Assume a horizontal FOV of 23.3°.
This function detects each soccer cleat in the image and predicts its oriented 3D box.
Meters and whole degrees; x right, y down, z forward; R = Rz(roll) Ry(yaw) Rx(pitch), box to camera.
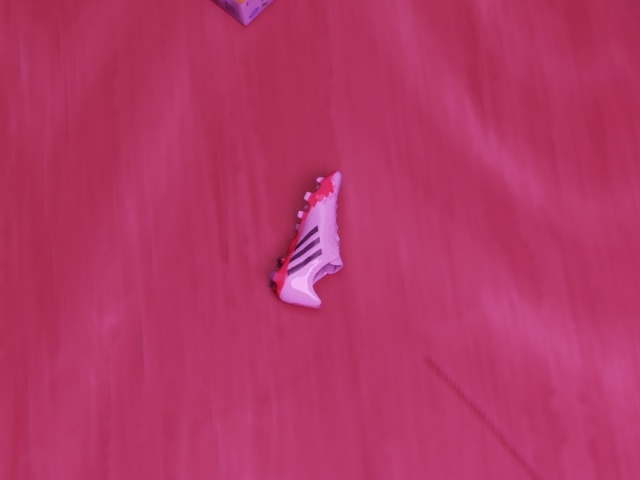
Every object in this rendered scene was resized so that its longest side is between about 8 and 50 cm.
[{"bbox_3d":[0.000,0.000,0.888,0.036,0.029,0.083,23,72,5],"label":"soccer cleat"}]

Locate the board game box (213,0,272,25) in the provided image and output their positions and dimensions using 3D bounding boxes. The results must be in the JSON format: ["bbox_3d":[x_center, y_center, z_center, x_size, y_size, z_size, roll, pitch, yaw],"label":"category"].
[{"bbox_3d":[-0.068,-0.219,0.993,0.154,0.026,0.103,39,74,20],"label":"board game box"}]
